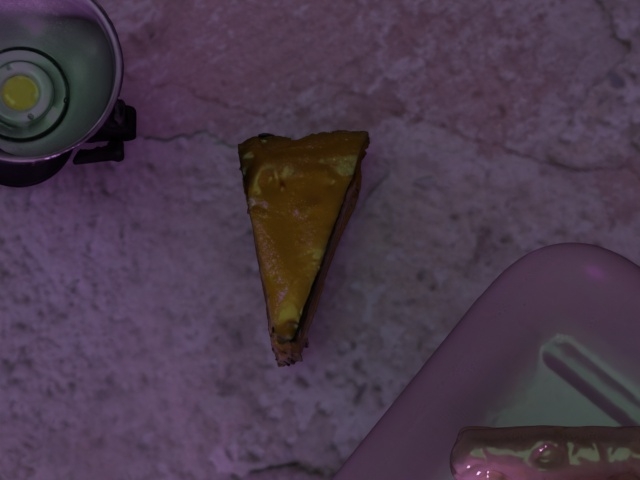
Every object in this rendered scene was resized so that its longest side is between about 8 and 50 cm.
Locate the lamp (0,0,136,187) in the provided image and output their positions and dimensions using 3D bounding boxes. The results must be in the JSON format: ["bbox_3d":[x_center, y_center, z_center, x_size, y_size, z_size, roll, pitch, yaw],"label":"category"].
[{"bbox_3d":[-0.227,-0.106,1.345,0.172,0.227,0.147,-1,80,-10],"label":"lamp"}]

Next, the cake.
[{"bbox_3d":[0.000,0.002,1.325,0.116,0.080,0.185,-15,62,-2],"label":"cake"}]

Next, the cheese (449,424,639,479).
[{"bbox_3d":[0.179,0.137,1.086,0.194,0.065,0.043,-2,83,13],"label":"cheese"}]

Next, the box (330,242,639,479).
[{"bbox_3d":[0.166,0.195,1.186,0.288,0.141,0.349,39,89,21],"label":"box"}]
